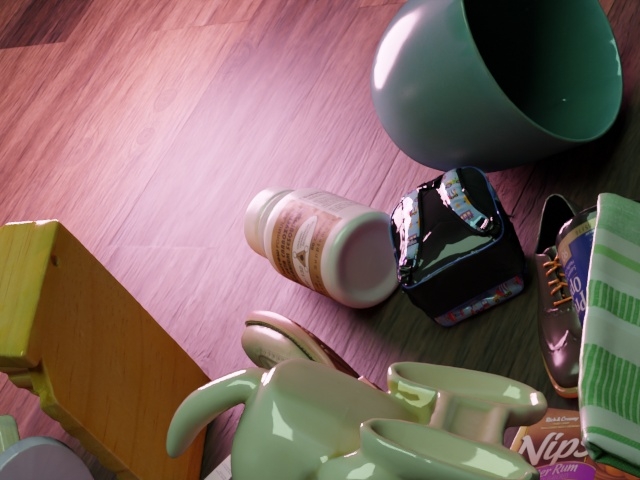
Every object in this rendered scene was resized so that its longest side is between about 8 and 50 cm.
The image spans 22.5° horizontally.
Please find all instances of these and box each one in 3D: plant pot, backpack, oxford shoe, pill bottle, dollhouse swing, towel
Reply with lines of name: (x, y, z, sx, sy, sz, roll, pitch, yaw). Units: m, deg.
plant pot: (0.207, -0.217, 2.085, 0.235, 0.293, 0.293, -28, 33, 44)
backpack: (0.168, -0.002, 2.011, 0.158, 0.117, 0.173, -30, 37, 14)
oxford shoe: (-0.012, 0.204, 1.938, 0.146, 0.140, 0.397, -51, 34, -3)
pill bottle: (0.000, 0.000, 2.148, 0.131, 0.131, 0.229, -50, 36, -14)
dollhouse swing: (-0.366, 0.188, 2.085, 0.305, 0.347, 0.315, -20, 40, 24)
pill bottle: (0.339, 0.075, 1.736, 0.123, 0.123, 0.219, -25, 58, 20)
oxford shoe: (0.280, 0.062, 1.858, 0.097, 0.098, 0.271, -22, 39, 23)
towel: (0.377, 0.117, 1.619, 0.038, 0.248, 0.325, 124, 166, -50)

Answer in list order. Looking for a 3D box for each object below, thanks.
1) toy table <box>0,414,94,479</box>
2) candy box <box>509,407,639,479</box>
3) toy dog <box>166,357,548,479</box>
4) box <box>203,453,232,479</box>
toy table: (-0.381, 0.359, 2.029, 0.161, 0.252, 0.274, 26, 103, 58)
candy box: (0.286, 0.239, 1.702, 0.187, 0.053, 0.109, 3, 54, 42)
toy dog: (0.024, 0.343, 1.569, 0.395, 0.408, 0.284, 10, 14, -1)
box: (-0.105, 0.306, 2.002, 0.136, 0.028, 0.081, -45, 36, -4)
